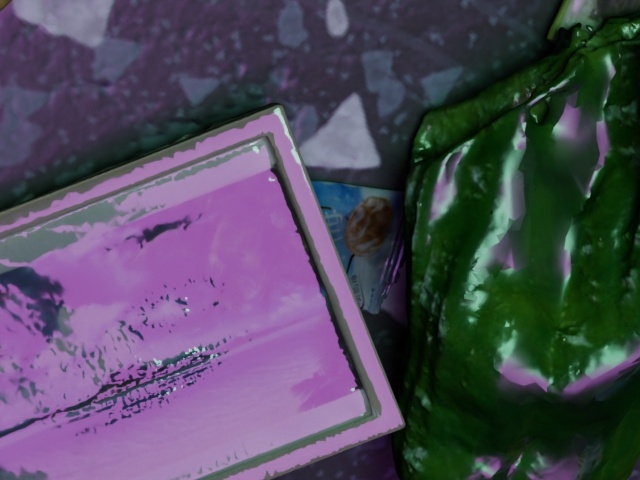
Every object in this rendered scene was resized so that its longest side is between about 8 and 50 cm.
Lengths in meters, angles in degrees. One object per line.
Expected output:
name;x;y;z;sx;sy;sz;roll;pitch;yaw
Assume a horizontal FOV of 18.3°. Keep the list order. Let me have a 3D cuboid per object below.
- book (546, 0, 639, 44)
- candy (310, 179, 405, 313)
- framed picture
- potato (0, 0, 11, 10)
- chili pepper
book;0.316;-0.244;1.284;0.239;0.035;0.352;17;110;-19
candy;0.000;0.001;1.314;0.136;0.038;0.088;10;99;-27
framed picture;-0.130;0.071;1.268;0.315;0.024;0.232;-22;102;2
potato;-0.251;-0.190;1.126;0.200;0.081;0.164;25;105;-27
chili pepper;0.157;0.032;1.288;0.213;0.167;0.385;6;116;-17
